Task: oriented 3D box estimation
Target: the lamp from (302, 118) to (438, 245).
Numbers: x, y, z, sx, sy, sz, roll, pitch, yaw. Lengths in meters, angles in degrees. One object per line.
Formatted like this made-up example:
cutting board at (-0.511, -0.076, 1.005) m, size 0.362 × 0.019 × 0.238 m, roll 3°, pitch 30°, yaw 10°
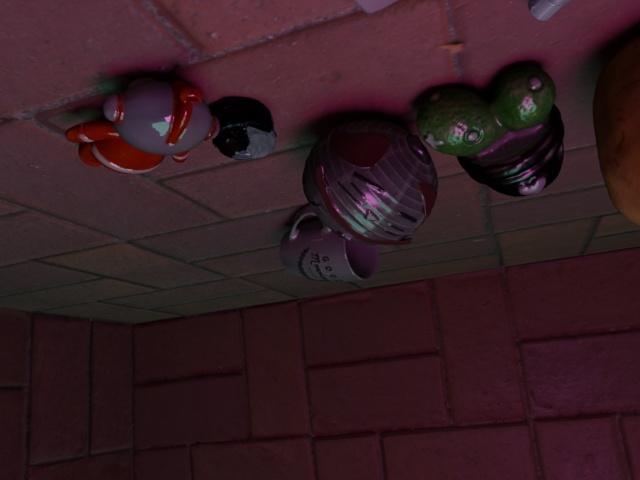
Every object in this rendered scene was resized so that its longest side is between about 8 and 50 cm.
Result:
lamp at (0.092, -0.106, 1.002) m, size 0.265 × 0.233 × 0.233 m, roll 27°, pitch 149°, yaw -30°

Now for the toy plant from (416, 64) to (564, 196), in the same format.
toy plant at (0.295, -0.182, 0.942) m, size 0.218 × 0.175 × 0.235 m, roll -23°, pitch 131°, yaw 29°

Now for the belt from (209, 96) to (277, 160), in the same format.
belt at (-0.129, -0.186, 0.942) m, size 0.105 × 0.058 × 0.140 m, roll -14°, pitch 160°, yaw 9°

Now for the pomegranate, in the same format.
pomegranate at (0.542, -0.161, 0.794) m, size 0.332 × 0.332 × 0.332 m, roll -5°, pitch 165°, yaw -1°

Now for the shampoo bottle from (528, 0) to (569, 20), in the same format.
shampoo bottle at (0.308, -0.319, 0.633) m, size 0.069 × 0.041 × 0.191 m, roll -13°, pitch 169°, yaw -22°

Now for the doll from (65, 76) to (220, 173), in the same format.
doll at (-0.269, -0.173, 0.871) m, size 0.200 × 0.105 × 0.336 m, roll 7°, pitch 168°, yaw -36°

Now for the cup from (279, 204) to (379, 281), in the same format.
cup at (0.000, 0.000, 1.524) m, size 0.234 × 0.186 × 0.258 m, roll -6°, pitch 138°, yaw 32°

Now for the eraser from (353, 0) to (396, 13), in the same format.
eraser at (0.069, -0.315, 0.522) m, size 0.243 × 0.059 × 0.204 m, roll -14°, pitch 163°, yaw 41°
